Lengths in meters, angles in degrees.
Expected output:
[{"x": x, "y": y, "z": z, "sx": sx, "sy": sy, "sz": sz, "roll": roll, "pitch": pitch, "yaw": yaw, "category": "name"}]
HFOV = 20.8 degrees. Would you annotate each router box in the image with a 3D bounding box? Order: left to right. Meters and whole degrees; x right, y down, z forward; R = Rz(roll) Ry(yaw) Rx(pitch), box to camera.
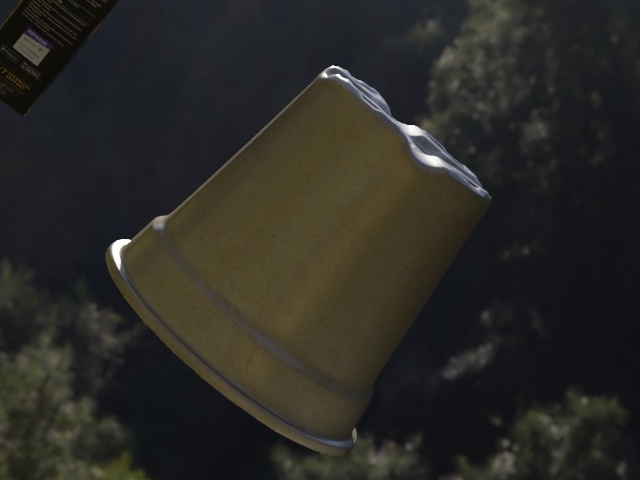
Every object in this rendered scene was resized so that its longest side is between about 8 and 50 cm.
[{"x": -0.247, "y": -0.298, "z": 1.918, "sx": 0.081, "sy": 0.243, "sz": 0.309, "roll": 39, "pitch": 26, "yaw": -11, "category": "router box"}]

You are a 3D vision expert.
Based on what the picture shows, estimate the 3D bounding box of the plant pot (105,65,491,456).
[{"x": 0.000, "y": 0.000, "z": 1.824, "sx": 0.334, "sy": 0.305, "sz": 0.334, "roll": 39, "pitch": 8, "yaw": -7, "category": "plant pot"}]
